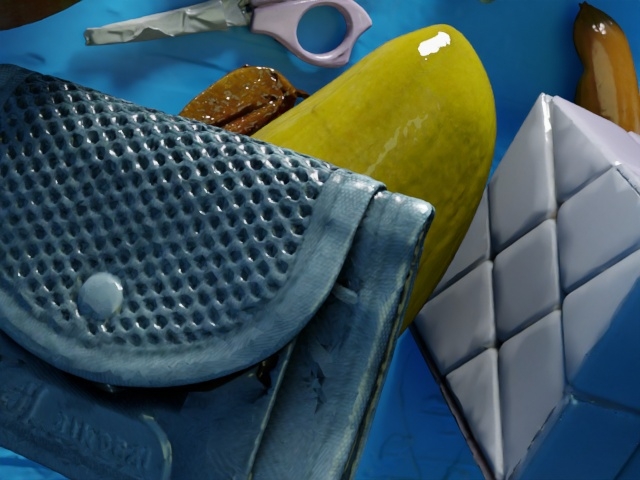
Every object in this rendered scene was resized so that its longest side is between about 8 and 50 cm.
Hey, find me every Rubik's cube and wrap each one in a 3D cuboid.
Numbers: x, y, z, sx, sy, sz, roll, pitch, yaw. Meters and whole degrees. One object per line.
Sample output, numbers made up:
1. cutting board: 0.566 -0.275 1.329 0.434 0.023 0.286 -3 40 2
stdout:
1. Rubik's cube: 0.234 0.063 0.900 0.224 0.221 0.231 18 113 -23

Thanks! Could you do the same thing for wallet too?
1. wallet: -0.122 0.036 0.754 0.342 0.075 0.237 19 95 20

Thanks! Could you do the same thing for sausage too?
1. sausage: 0.232 -0.102 0.986 0.062 0.054 0.183 -22 111 -59

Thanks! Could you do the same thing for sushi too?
1. sushi: -0.062 -0.087 0.874 0.120 0.055 0.052 -39 91 -14

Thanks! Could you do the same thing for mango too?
1. mango: 0.001 0.007 0.865 0.331 0.142 0.195 -40 133 -8

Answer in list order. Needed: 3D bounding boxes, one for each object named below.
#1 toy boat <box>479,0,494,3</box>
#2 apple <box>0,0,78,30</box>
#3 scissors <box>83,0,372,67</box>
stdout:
1. toy boat: 0.205 -0.267 0.928 0.276 0.084 0.111 -30 107 -16
2. apple: -0.184 -0.236 0.730 0.188 0.174 0.207 -33 67 8
3. scissors: -0.065 -0.164 0.873 0.212 0.021 0.110 -15 102 -20
